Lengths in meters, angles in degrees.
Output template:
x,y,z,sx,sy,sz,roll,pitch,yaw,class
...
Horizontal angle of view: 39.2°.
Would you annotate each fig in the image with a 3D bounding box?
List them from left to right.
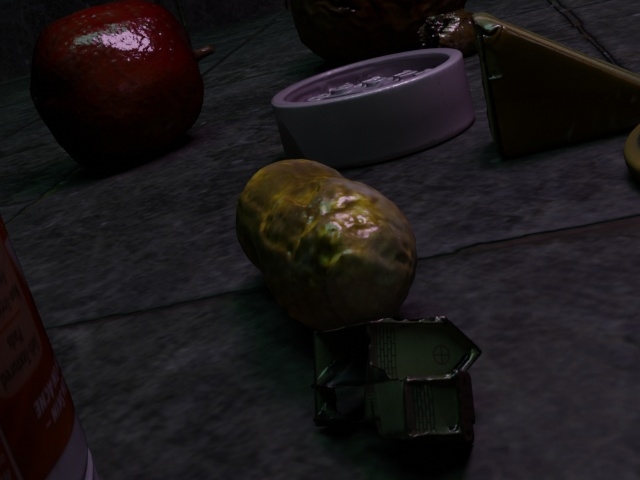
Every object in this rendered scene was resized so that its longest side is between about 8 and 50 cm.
x,y,z,sx,sy,sz,roll,pitch,yaw,class
0.054,-0.459,1.391,0.286,0.368,0.286,-22,23,10,fig

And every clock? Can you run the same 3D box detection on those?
x,y,z,sx,sy,sz,roll,pitch,yaw,class
0.053,-0.135,0.909,0.197,0.068,0.197,-13,18,5,clock

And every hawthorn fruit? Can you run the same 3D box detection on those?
x,y,z,sx,sy,sz,roll,pitch,yaw,class
-0.242,-0.201,1.144,0.250,0.215,0.215,-19,18,-25,hawthorn fruit

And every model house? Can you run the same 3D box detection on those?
x,y,z,sx,sy,sz,roll,pitch,yaw,class
0.040,0.061,0.399,0.058,0.057,0.083,4,-12,-29,model house

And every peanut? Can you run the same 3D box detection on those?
x,y,z,sx,sy,sz,roll,pitch,yaw,class
0.000,0.000,0.541,0.087,0.087,0.207,-19,17,-10,peanut

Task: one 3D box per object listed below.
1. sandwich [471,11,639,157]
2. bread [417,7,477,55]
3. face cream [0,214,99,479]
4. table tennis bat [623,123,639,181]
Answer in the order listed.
x,y,z,sx,sy,sz,roll,pitch,yaw,class
0.215,-0.146,0.743,0.163,0.113,0.079,-12,19,8,sandwich
0.186,-0.291,1.262,0.082,0.060,0.113,-21,18,-10,bread
-0.203,0.069,0.340,0.201,0.187,0.201,-14,19,5,face cream
0.335,-0.100,0.639,0.199,0.050,0.321,-3,26,36,table tennis bat
